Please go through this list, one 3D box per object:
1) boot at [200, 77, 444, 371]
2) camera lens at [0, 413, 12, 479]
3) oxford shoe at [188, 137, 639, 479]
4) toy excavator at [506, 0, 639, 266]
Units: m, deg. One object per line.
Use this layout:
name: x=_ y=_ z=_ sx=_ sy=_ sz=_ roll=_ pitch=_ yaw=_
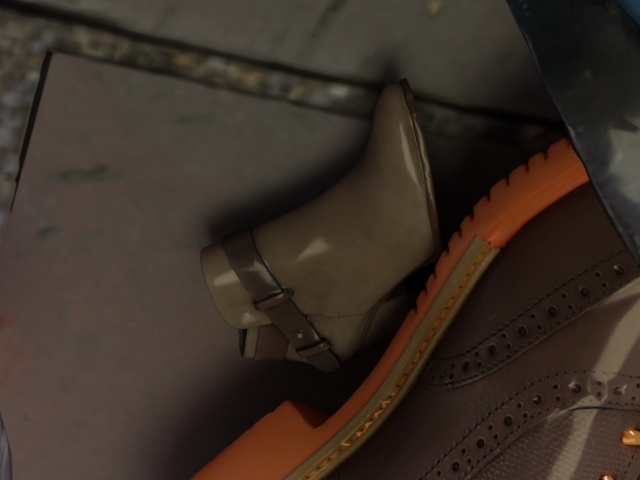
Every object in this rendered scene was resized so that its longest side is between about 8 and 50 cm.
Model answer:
boot: x=0.000 y=0.000 z=0.646 sx=0.087 sy=0.042 sz=0.118 roll=-10 pitch=128 yaw=3
camera lens: x=-0.214 y=0.009 z=0.520 sx=0.219 sy=0.219 sz=0.274 roll=-5 pitch=127 yaw=-2
oxford shoe: x=0.087 y=0.073 z=0.631 sx=0.130 sy=0.133 sz=0.364 roll=12 pitch=132 yaw=-44
toy excavator: x=0.055 y=-0.258 z=0.324 sx=0.222 sy=0.433 sz=0.445 roll=-24 pitch=153 yaw=13
